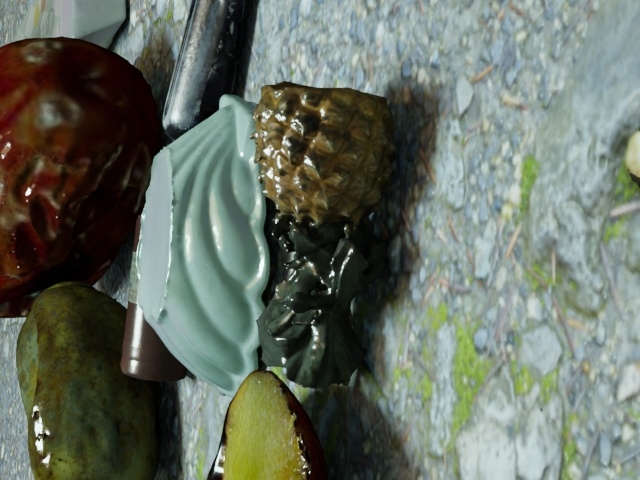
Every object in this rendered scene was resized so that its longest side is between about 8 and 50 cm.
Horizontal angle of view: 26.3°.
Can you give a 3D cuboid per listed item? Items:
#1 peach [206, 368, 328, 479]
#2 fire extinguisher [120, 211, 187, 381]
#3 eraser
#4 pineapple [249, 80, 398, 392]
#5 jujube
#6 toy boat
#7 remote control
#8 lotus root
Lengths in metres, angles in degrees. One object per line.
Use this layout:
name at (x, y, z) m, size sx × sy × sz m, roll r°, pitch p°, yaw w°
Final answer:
peach at (-0.028, 0.194, 1.091) m, size 0.279 × 0.068 × 0.189 m, roll 144°, pitch 125°, yaw -66°
fire extinguisher at (-0.164, 0.029, 1.453) m, size 0.099 × 0.071 × 0.231 m, roll -16°, pitch -68°, yaw -85°
eraser at (-0.367, -0.294, 1.950) m, size 0.397 × 0.082 × 0.213 m, roll 143°, pitch 127°, yaw -60°
pineapple at (0.000, 0.000, 1.041) m, size 0.119 × 0.111 × 0.237 m, roll -47°, pitch -40°, yaw -79°
jujube at (-0.342, -0.072, 1.641) m, size 0.377 × 0.276 × 0.276 m, roll 115°, pitch 149°, yaw -41°
toy boat at (-0.111, 0.009, 1.289) m, size 0.199 × 0.100 × 0.290 m, roll -142°, pitch 58°, yaw -62°
remote control at (-0.111, -0.220, 1.370) m, size 0.090 × 0.066 × 0.266 m, roll 33°, pitch 117°, yaw 59°
lotus root at (-0.255, 0.170, 1.514) m, size 0.160 × 0.152 × 0.275 m, roll 92°, pitch 164°, yaw -56°
